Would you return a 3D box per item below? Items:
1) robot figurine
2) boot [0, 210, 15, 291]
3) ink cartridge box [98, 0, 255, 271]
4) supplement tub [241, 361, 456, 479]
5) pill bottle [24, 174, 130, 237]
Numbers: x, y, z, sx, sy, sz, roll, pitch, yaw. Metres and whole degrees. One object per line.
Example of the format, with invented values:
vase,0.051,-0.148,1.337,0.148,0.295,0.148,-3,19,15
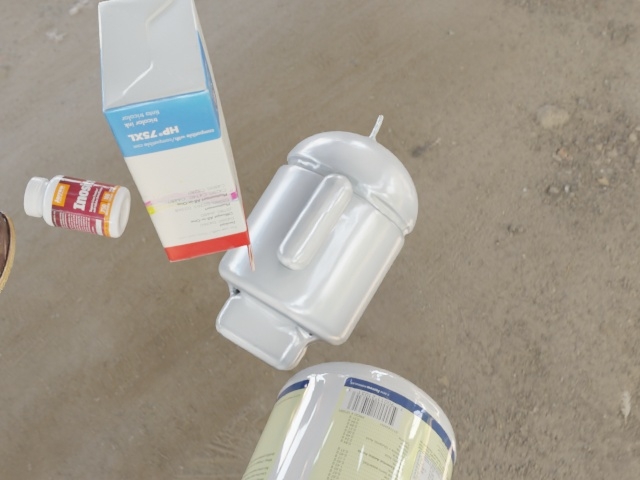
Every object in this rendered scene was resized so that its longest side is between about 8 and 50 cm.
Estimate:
robot figurine,0.000,0.000,0.952,0.200,0.300,0.353,31,81,4
boot,-0.472,0.025,0.804,0.090,0.207,0.248,3,58,22
ink cartridge box,-0.117,-0.078,0.607,0.078,0.231,0.134,-12,53,-4
supplement tub,0.010,0.327,0.785,0.235,0.235,0.325,10,44,17
pill bottle,-0.395,-0.058,1.143,0.152,0.086,0.086,10,57,-3
